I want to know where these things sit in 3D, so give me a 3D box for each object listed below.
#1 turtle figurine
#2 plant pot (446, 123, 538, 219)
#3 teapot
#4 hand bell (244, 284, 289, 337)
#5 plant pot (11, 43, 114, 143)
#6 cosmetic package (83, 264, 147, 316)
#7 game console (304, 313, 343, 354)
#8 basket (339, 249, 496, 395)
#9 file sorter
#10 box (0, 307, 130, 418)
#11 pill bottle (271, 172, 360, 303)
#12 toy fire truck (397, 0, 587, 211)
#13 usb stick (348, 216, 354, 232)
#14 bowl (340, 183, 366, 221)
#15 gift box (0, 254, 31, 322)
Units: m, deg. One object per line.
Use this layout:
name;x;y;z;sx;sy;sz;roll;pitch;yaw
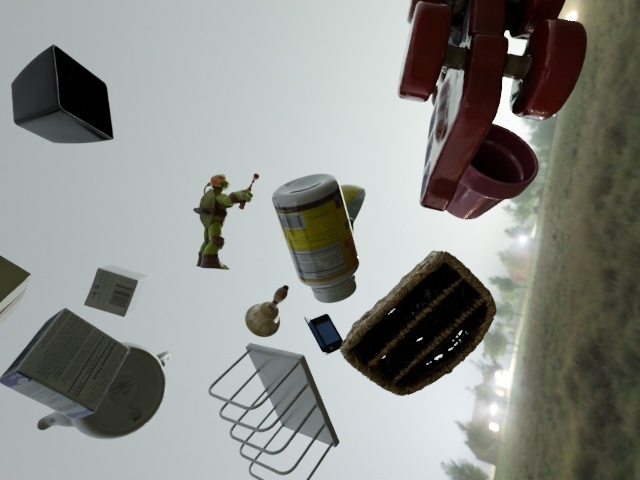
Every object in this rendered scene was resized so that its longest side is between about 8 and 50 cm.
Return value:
turtle figurine;-0.215;-0.049;0.835;0.087;0.270;0.217;7;-94;-39
plant pot;0.381;-0.152;0.966;0.201;0.202;0.180;-60;-7;-35
teapot;-0.549;0.391;1.065;0.256;0.187;0.252;29;-122;-33
hand bell;-0.153;0.207;1.286;0.126;0.126;0.242;-53;-2;-43
plant pot;-0.697;-0.362;1.069;0.187;0.167;0.187;38;-144;-74
cosmetic package;-0.794;0.192;1.566;0.184;0.152;0.151;180;110;-77
game console;0.014;0.280;1.224;0.108;0.122;0.071;-17;-28;-28
basket;0.218;0.186;0.839;0.299;0.213;0.223;-45;-9;7
file sorter;-0.113;0.420;0.954;0.173;0.193;0.277;-38;-63;-44
box;-0.422;0.208;0.673;0.137;0.072;0.126;47;-150;-26
pill bottle;0.000;0.000;0.701;0.117;0.118;0.214;-47;-52;-48
toy fire truck;0.185;-0.220;0.527;0.253;0.170;0.301;93;-172;-66
usb stick;0.086;0.017;1.489;0.277;0.077;0.045;85;174;-52
bowl;0.046;-0.118;1.614;0.289;0.156;0.289;-54;-14;-20
gift box;-0.905;0.139;0.946;0.276;0.255;0.258;-44;18;40
